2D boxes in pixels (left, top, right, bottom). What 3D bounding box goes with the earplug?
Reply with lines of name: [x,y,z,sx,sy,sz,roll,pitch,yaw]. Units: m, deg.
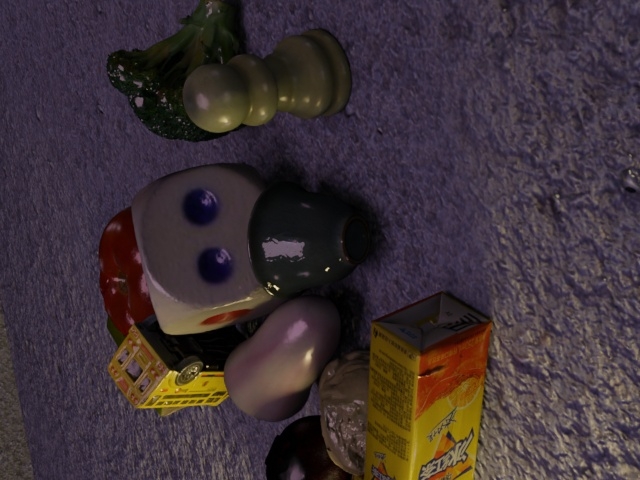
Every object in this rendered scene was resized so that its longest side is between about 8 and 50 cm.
earplug: [-0.049,0.186,1.740,0.172,0.172,0.301,59,146,18]

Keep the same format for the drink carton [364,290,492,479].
drink carton: [0.155,0.268,1.490,0.111,0.154,0.351,34,132,44]

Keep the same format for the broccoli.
broccoli: [-0.240,-0.308,1.744,0.254,0.269,0.269,34,133,37]

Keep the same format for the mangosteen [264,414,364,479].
mangosteen: [0.011,0.428,1.790,0.230,0.194,0.194,29,136,9]

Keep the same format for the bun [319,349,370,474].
bun: [0.056,0.292,1.653,0.237,0.116,0.210,165,100,-73]

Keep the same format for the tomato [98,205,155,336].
tomato: [-0.321,0.064,2.034,0.298,0.226,0.299,13,107,51]

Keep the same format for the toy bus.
toy bus: [-0.248,0.244,1.921,0.144,0.330,0.152,46,107,27]

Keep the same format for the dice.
dice: [-0.196,0.019,1.750,0.259,0.243,0.251,94,161,-78]

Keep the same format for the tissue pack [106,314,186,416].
tissue pack: [-0.351,0.217,2.213,0.275,0.167,0.200,51,143,27]

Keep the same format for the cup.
cup: [0.000,0.000,1.592,0.150,0.199,0.199,0,107,37]

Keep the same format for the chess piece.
chess piece: [-0.095,-0.235,1.512,0.144,0.251,0.144,33,133,44]
